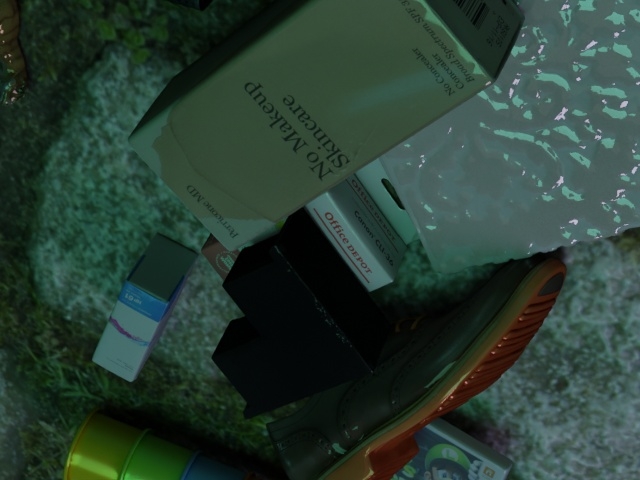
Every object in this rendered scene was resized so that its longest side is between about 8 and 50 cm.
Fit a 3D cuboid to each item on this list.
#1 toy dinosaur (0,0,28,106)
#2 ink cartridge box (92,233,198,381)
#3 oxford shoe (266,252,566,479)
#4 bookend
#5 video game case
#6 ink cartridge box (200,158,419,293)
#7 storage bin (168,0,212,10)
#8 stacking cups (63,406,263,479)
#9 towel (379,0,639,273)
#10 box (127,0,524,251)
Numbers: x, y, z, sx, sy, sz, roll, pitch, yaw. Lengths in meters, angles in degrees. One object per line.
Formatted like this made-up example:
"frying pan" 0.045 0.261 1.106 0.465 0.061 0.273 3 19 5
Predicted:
"toy dinosaur" -0.311 -0.225 1.503 0.112 0.064 0.211 2 135 -3
"ink cartridge box" -0.179 0.069 1.625 0.052 0.088 0.122 27 128 0
"oxford shoe" 0.081 0.118 1.541 0.363 0.130 0.133 -45 72 21
"bookend" -0.045 0.070 1.503 0.157 0.072 0.156 -25 113 32
"video game case" 0.089 0.244 1.666 0.190 0.022 0.173 30 128 15
"ink cartridge box" 0.000 0.000 1.528 0.198 0.067 0.115 -26 112 31
"storage bin" -0.109 -0.298 1.331 0.084 0.122 0.180 16 127 9
"stacking cups" -0.116 0.278 1.737 0.316 0.096 0.096 20 127 7
"towel" 0.189 -0.137 1.377 0.331 0.053 0.317 -13 118 27
"box" 0.001 -0.134 1.341 0.311 0.121 0.148 -34 107 35
